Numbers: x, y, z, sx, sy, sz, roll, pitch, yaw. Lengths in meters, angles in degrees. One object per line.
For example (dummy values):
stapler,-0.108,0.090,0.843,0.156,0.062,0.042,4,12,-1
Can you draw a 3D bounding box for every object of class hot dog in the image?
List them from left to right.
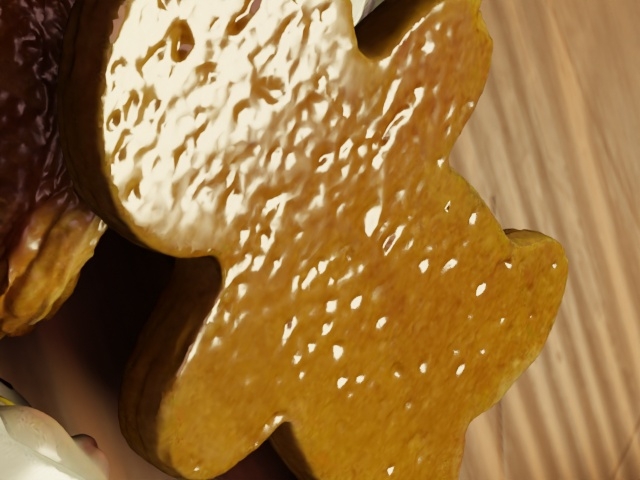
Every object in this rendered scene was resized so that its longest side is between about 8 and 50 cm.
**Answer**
hot dog,-0.150,-0.069,0.684,0.099,0.160,0.226,-10,100,-22

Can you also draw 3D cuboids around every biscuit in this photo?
biscuit,-0.001,0.000,0.723,0.283,0.064,0.432,-57,141,-14

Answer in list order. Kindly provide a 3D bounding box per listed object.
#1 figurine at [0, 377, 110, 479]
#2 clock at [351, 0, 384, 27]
figurine,-0.132,0.162,0.609,0.167,0.370,0.281,-45,141,-22
clock,-0.026,-0.141,0.786,0.230,0.083,0.230,0,91,-25
